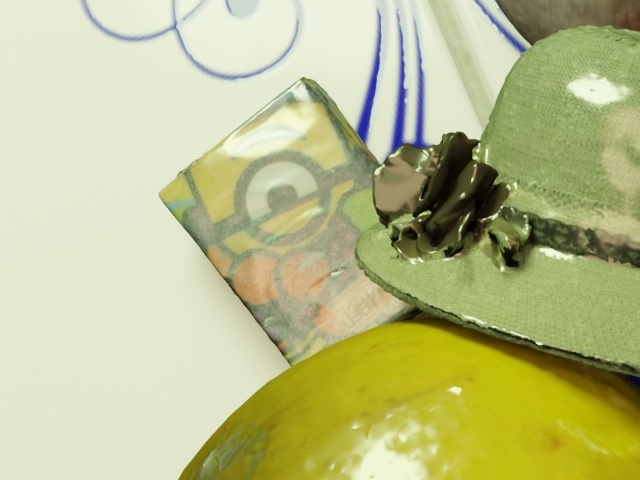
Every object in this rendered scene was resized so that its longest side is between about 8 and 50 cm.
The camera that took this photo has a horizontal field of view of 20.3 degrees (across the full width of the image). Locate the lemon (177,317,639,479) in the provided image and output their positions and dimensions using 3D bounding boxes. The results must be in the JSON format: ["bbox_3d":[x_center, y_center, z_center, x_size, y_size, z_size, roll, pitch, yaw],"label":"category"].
[{"bbox_3d":[0.053,0.181,0.812,0.297,0.297,0.297,-3,77,12],"label":"lemon"}]

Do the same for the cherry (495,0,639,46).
[{"bbox_3d":[0.172,-0.207,0.923,0.213,0.183,0.266,19,95,30],"label":"cherry"}]

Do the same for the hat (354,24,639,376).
[{"bbox_3d":[0.148,-0.033,0.839,0.257,0.257,0.130,13,103,15],"label":"hat"}]

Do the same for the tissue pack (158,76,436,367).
[{"bbox_3d":[0.000,0.000,0.979,0.108,0.060,0.148,-39,74,3],"label":"tissue pack"}]
